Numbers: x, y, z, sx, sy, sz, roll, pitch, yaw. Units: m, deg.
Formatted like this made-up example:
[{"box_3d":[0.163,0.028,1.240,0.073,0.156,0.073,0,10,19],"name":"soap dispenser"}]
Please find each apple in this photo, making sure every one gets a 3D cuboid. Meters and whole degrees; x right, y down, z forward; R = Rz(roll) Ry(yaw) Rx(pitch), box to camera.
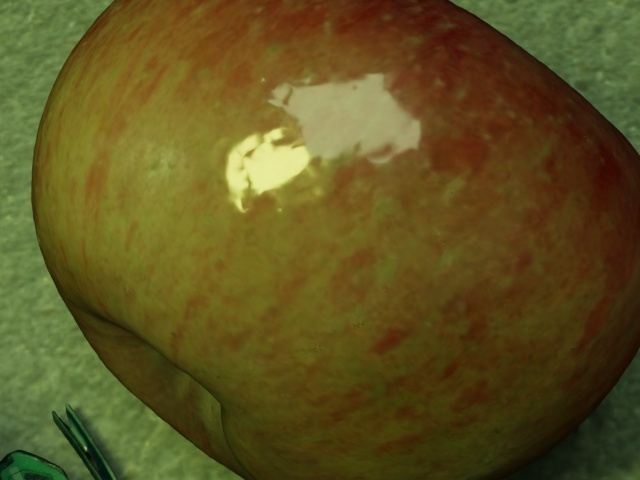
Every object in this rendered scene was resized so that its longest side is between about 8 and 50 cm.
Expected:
[{"box_3d":[0.000,0.000,0.830,0.345,0.345,0.269,36,90,27],"name":"apple"}]

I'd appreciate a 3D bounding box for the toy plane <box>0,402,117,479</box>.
[{"box_3d":[-0.130,0.189,0.866,0.096,0.060,0.235,-20,50,-23],"name":"toy plane"}]
